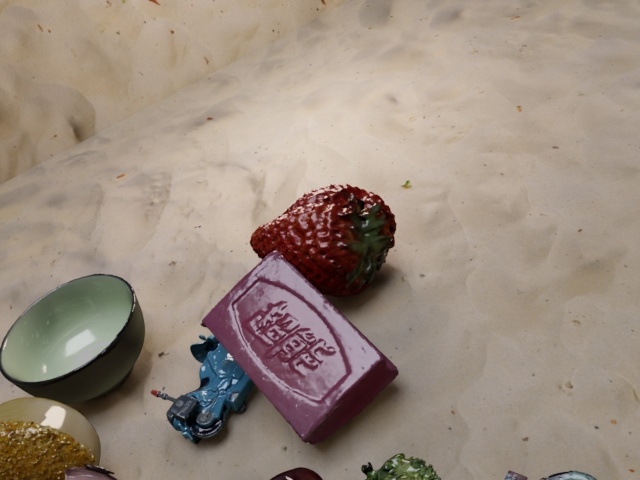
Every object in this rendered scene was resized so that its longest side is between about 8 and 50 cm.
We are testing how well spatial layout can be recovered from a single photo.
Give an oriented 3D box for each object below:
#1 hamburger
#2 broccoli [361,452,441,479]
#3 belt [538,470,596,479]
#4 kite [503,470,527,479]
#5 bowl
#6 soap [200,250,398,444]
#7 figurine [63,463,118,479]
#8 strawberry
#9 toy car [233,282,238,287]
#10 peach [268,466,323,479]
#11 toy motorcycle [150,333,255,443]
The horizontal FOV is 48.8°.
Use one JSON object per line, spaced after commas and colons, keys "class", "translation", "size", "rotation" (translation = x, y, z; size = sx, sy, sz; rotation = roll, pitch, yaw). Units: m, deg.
{"class": "hamburger", "translation": [-0.596, 0.462, 1.443], "size": [0.294, 0.276, 0.179], "rotation": [-26, 28, 19]}
{"class": "broccoli", "translation": [0.095, 0.467, 1.155], "size": [0.227, 0.176, 0.197], "rotation": [-8, 40, -4]}
{"class": "belt", "translation": [0.395, 0.430, 1.134], "size": [0.140, 0.058, 0.105], "rotation": [-23, 40, -1]}
{"class": "kite", "translation": [0.322, 0.421, 1.231], "size": [0.078, 0.002, 0.044], "rotation": [-4, 41, 23]}
{"class": "bowl", "translation": [-0.578, 0.267, 1.735], "size": [0.354, 0.185, 0.353], "rotation": [-14, 38, 12]}
{"class": "soap", "translation": [-0.048, 0.220, 1.457], "size": [0.233, 0.128, 0.359], "rotation": [-45, 59, -4]}
{"class": "figurine", "translation": [-0.470, 0.598, 1.225], "size": [0.253, 0.210, 0.361], "rotation": [9, 44, 0]}
{"class": "strawberry", "translation": [0.000, 0.000, 1.719], "size": [0.352, 0.267, 0.312], "rotation": [-5, 18, 37]}
{"class": "toy car", "translation": [-0.154, 0.156, 1.756], "size": [0.095, 0.056, 0.205], "rotation": [-32, 34, -11]}
{"class": "peach", "translation": [-0.045, 0.473, 1.242], "size": [0.152, 0.152, 0.152], "rotation": [-14, 38, 12]}
{"class": "toy motorcycle", "translation": [-0.242, 0.314, 1.562], "size": [0.182, 0.123, 0.272], "rotation": [16, 50, 26]}
